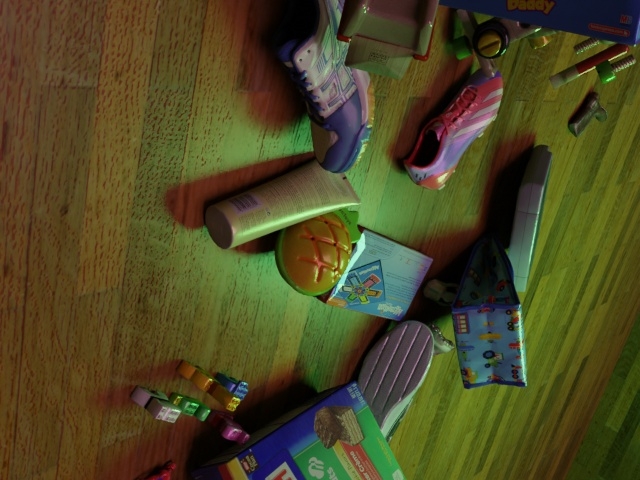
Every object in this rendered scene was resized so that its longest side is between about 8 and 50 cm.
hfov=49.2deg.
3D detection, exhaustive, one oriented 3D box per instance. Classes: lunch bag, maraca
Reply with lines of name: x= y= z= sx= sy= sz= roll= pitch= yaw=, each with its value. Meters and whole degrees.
lunch bag: x=0.366 y=0.140 z=1.522 sx=0.293 sy=0.138 sz=0.220 roll=-72 pitch=152 yaw=-55
maraca: x=0.000 y=0.000 z=1.042 sx=0.127 sy=0.099 sz=0.185 roll=55 pitch=51 yaw=-23

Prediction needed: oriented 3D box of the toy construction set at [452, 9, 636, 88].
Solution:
toy construction set: x=0.356 y=-0.354 z=1.167 sx=0.237 sy=0.257 sz=0.309 roll=-26 pitch=134 yaw=27

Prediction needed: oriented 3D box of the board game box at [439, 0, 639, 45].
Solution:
board game box: x=0.250 y=-0.395 z=0.851 sx=0.078 sy=0.347 sz=0.233 roll=-36 pitch=139 yaw=-39

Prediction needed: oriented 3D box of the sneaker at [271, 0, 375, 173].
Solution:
sneaker: x=-0.007 y=-0.222 z=0.890 sx=0.131 sy=0.112 sz=0.296 roll=-17 pitch=120 yaw=-30

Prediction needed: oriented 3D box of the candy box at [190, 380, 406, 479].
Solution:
candy box: x=-0.013 y=0.421 z=1.161 sx=0.317 sy=0.268 sz=0.122 roll=-22 pitch=172 yaw=-45

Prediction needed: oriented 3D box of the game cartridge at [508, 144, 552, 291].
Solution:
game cartridge: x=0.465 y=-0.041 z=1.568 sx=0.198 sy=0.062 sz=0.297 roll=-52 pitch=148 yaw=-45

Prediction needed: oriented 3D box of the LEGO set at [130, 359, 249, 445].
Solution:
LEGO set: x=-0.154 y=0.239 z=1.021 sx=0.087 sy=0.093 sz=0.227 roll=-58 pitch=145 yaw=-4

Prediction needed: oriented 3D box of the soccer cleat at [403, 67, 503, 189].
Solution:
soccer cleat: x=0.231 y=-0.202 z=1.205 sx=0.248 sy=0.083 sz=0.095 roll=-57 pitch=140 yaw=0

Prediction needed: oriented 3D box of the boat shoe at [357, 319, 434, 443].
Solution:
boat shoe: x=0.126 y=0.310 z=1.422 sx=0.335 sy=0.121 sz=0.119 roll=-61 pitch=164 yaw=3

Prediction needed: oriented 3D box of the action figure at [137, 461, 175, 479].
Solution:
action figure: x=-0.260 y=0.371 z=1.041 sx=0.115 sy=0.030 sz=0.038 roll=-36 pitch=144 yaw=-38

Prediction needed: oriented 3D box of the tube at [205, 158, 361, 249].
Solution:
tube: x=-0.046 y=-0.054 z=0.972 sx=0.240 sy=0.062 sz=0.070 roll=-26 pitch=125 yaw=-37

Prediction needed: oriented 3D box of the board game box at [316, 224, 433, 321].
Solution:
board game box: x=0.109 y=0.066 z=1.283 sx=0.281 sy=0.027 sz=0.145 roll=20 pitch=97 yaw=-55

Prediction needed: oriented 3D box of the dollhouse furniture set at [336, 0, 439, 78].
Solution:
dollhouse furniture set: x=0.090 y=-0.326 z=0.757 sx=0.135 sy=0.262 sz=0.259 roll=115 pitch=-12 yaw=-79

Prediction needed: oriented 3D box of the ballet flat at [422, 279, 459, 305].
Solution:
ballet flat: x=0.274 y=0.120 z=1.502 sx=0.168 sy=0.052 sz=0.057 roll=12 pitch=104 yaw=-54

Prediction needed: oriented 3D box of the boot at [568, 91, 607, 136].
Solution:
boot: x=0.643 y=-0.283 z=1.687 sx=0.106 sy=0.037 sz=0.114 roll=44 pitch=75 yaw=-41

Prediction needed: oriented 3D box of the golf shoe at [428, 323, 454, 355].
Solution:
golf shoe: x=0.229 y=0.226 z=1.471 sx=0.086 sy=0.069 sz=0.176 roll=-40 pitch=168 yaw=-4
